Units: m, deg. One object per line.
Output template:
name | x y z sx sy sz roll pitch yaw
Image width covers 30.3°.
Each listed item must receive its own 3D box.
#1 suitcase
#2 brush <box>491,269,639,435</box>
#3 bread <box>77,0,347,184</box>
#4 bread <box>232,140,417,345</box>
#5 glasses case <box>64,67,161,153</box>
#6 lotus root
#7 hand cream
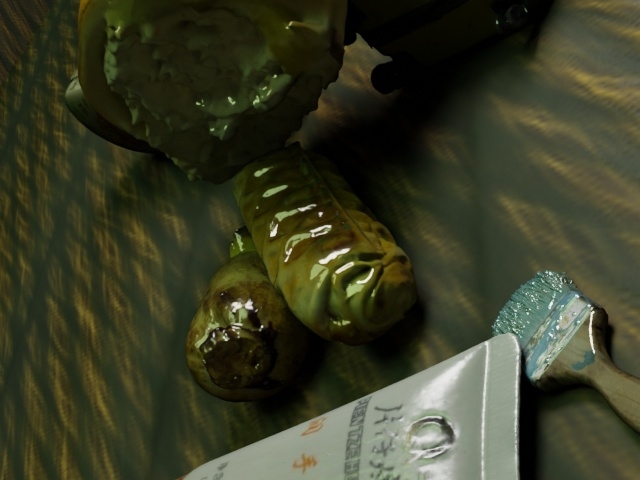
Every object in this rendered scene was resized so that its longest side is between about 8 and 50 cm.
suitcase | 0.109 -0.271 1.047 0.194 0.143 0.235 -21 41 49
brush | 0.159 0.074 0.686 0.070 0.021 0.196 -51 28 4
bread | -0.103 -0.222 1.033 0.315 0.211 0.270 142 134 -61
bread | 0.001 0.000 0.954 0.087 0.098 0.269 -60 24 13
glasses case | -0.171 -0.178 1.396 0.425 0.156 0.098 -6 60 57
lotus root | -0.058 0.059 0.998 0.108 0.094 0.191 -24 26 14
hand cream | 0.003 0.171 0.770 0.314 0.089 0.140 -27 38 31
